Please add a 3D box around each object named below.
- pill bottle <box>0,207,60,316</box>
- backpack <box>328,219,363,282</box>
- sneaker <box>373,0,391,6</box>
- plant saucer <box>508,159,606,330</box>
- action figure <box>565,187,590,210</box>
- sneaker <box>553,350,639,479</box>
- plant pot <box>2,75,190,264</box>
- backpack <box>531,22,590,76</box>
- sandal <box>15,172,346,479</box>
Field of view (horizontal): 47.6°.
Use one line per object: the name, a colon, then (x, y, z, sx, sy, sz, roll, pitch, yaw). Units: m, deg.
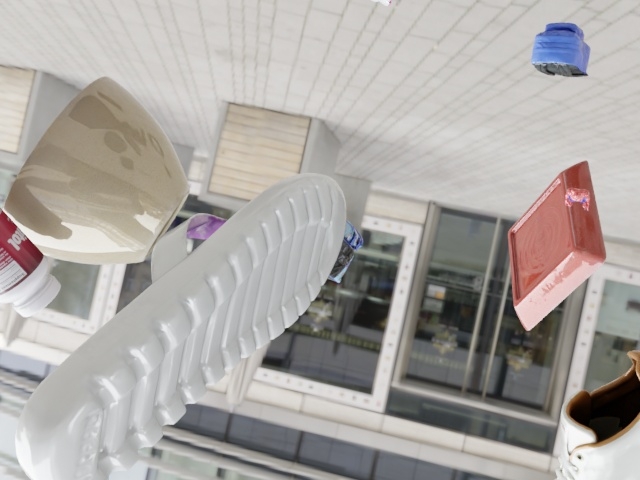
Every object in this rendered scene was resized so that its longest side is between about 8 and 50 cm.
pill bottle: (-0.414, 0.025, 0.946, 0.086, 0.086, 0.152, 10, 141, 52)
backpack: (0.000, 0.000, 1.336, 0.158, 0.117, 0.173, 42, 180, 20)
sneaker: (0.049, -0.439, 1.015, 0.111, 0.103, 0.252, 3, 144, 6)
plant saucer: (0.446, 0.005, 1.428, 0.047, 0.258, 0.259, 17, 139, -10)
action figure: (0.409, -0.066, 1.153, 0.038, 0.030, 0.115, 12, 179, 22)
sneaker: (0.271, 0.222, 0.738, 0.123, 0.290, 0.106, 25, -155, -5)
plant pot: (-0.311, -0.074, 1.090, 0.191, 0.284, 0.284, 32, 176, -7)
backpack: (0.455, -0.366, 1.391, 0.098, 0.101, 0.120, 5, -171, 33)
sandal: (-0.109, 0.042, 0.650, 0.102, 0.169, 0.416, 24, -142, 23)
